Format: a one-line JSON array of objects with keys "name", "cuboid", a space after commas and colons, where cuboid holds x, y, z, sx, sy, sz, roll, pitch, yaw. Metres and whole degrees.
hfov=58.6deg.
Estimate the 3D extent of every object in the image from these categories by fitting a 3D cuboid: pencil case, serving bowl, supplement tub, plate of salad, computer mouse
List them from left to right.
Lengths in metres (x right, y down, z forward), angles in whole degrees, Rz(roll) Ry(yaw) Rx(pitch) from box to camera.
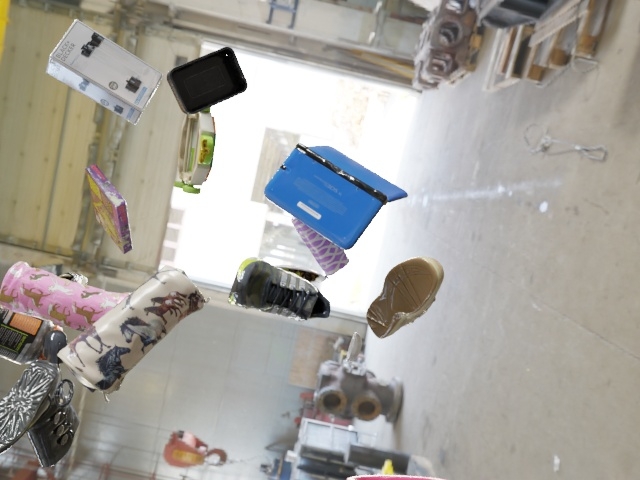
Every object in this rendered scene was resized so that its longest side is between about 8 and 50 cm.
[{"name": "supplement tub", "cuboid": [-1.103, 0.315, 2.021, 0.193, 0.315, 0.194, -43, 28, 30]}, {"name": "computer mouse", "cuboid": [-0.758, 0.366, 1.661, 0.041, 0.071, 0.242, -45, 57, 36]}, {"name": "pencil case", "cuboid": [-0.804, 0.189, 1.804, 0.167, 0.385, 0.160, 143, 143, -74]}, {"name": "pencil case", "cuboid": [-0.504, 0.243, 1.590, 0.410, 0.184, 0.160, -44, 12, -27]}, {"name": "plate of salad", "cuboid": [-0.083, 0.109, 1.641, 0.200, 0.199, 0.048, 108, 170, -74]}, {"name": "pencil case", "cuboid": [0.000, 0.000, 1.566, 0.206, 0.086, 0.088, 59, 175, -15]}, {"name": "serving bowl", "cuboid": [0.097, 0.300, 1.590, 0.083, 0.027, 0.084, -162, 90, -90]}]

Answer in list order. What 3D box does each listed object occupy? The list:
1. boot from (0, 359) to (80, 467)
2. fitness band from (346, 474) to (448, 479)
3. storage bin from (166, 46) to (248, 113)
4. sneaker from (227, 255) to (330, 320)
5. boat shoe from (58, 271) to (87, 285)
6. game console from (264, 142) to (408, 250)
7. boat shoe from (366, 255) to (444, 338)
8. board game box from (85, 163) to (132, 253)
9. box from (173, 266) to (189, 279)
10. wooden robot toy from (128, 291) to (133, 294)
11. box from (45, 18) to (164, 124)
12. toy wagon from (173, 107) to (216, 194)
[{"name": "boot", "cuboid": [-1.028, 0.687, 2.028, 0.445, 0.146, 0.367, 105, -168, -46]}, {"name": "fitness band", "cuboid": [0.209, 0.665, 1.525, 0.209, 0.290, 0.054, 24, -118, -53]}, {"name": "storage bin", "cuboid": [-0.295, -0.414, 1.486, 0.122, 0.180, 0.084, 67, 166, -19]}, {"name": "sneaker", "cuboid": [-0.074, 0.107, 1.169, 0.300, 0.121, 0.111, 17, -89, -60]}, {"name": "boat shoe", "cuboid": [-0.940, 0.164, 2.131, 0.103, 0.092, 0.285, -41, 29, -8]}, {"name": "game console", "cuboid": [0.045, -0.124, 1.522, 0.250, 0.293, 0.173, -54, -21, -6]}, {"name": "boat shoe", "cuboid": [0.222, 0.132, 1.418, 0.122, 0.110, 0.341, 63, 150, 19]}, {"name": "board game box", "cuboid": [-0.805, -0.112, 2.185, 0.056, 0.208, 0.347, -29, -19, -27]}, {"name": "box", "cuboid": [-0.730, 0.235, 2.581, 0.275, 0.113, 0.094, -37, -63, -32]}, {"name": "wooden robot toy", "cuboid": [-0.776, 0.272, 2.209, 0.173, 0.076, 0.079, -38, 37, 6]}, {"name": "box", "cuboid": [-0.642, -0.501, 1.711, 0.087, 0.289, 0.169, -29, 36, 54]}, {"name": "toy wagon", "cuboid": [-0.371, -0.275, 1.716, 0.344, 0.068, 0.268, 26, 109, 60]}]
